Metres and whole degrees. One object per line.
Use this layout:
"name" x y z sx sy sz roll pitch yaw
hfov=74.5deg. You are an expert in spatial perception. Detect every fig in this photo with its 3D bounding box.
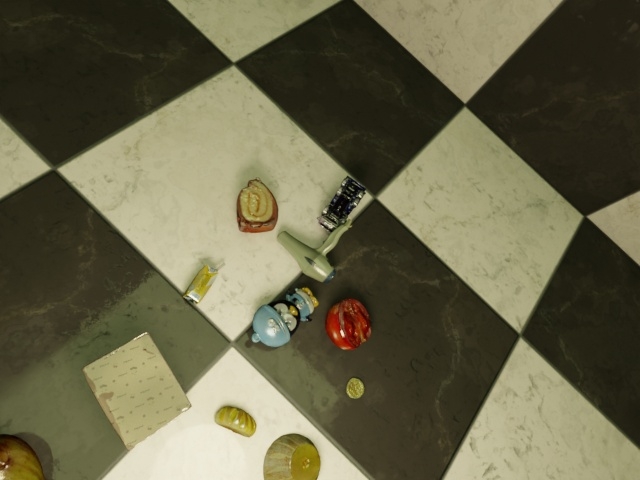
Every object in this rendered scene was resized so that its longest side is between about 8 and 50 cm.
"fig" -0.892 0.719 1.244 0.321 0.217 0.216 38 59 -27

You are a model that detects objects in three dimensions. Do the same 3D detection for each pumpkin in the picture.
"pumpkin" -0.089 0.813 1.519 0.218 0.110 0.217 11 61 -20

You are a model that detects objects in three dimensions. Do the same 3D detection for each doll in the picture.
"doll" -0.148 0.307 1.685 0.314 0.141 0.177 -35 87 -31

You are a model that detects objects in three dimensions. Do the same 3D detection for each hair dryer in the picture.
"hair dryer" -0.041 0.006 1.839 0.296 0.119 0.298 19 87 8

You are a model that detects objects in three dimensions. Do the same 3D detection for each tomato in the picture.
"tomato" 0.098 0.352 1.755 0.233 0.140 0.200 -4 74 -58

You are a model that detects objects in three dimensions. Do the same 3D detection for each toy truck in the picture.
"toy truck" 0.091 -0.154 1.956 0.124 0.155 0.267 35 64 -3

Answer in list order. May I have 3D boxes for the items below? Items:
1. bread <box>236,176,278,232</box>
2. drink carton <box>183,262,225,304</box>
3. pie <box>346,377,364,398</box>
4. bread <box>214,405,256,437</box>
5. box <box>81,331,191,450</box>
"bread" -0.277 -0.144 1.837 0.190 0.123 0.244 2 68 -20
"drink carton" -0.458 0.153 1.672 0.075 0.084 0.199 36 60 -14
"pie" 0.142 0.608 1.728 0.084 0.021 0.084 10 63 -19
"bread" -0.302 0.650 1.517 0.157 0.094 0.082 24 67 0
"box" -0.608 0.504 1.414 0.225 0.190 0.297 -31 80 -27
